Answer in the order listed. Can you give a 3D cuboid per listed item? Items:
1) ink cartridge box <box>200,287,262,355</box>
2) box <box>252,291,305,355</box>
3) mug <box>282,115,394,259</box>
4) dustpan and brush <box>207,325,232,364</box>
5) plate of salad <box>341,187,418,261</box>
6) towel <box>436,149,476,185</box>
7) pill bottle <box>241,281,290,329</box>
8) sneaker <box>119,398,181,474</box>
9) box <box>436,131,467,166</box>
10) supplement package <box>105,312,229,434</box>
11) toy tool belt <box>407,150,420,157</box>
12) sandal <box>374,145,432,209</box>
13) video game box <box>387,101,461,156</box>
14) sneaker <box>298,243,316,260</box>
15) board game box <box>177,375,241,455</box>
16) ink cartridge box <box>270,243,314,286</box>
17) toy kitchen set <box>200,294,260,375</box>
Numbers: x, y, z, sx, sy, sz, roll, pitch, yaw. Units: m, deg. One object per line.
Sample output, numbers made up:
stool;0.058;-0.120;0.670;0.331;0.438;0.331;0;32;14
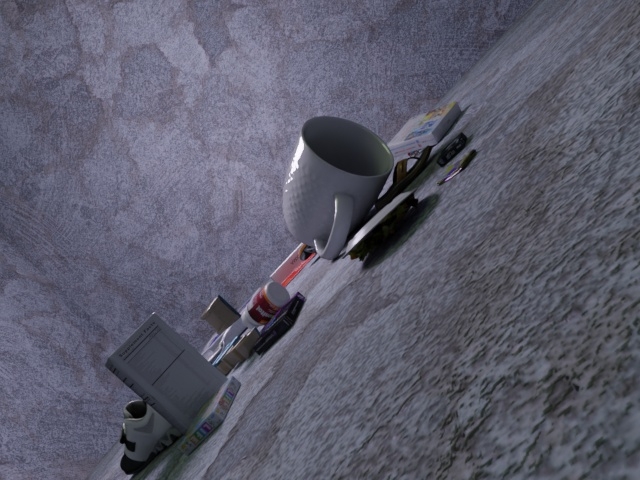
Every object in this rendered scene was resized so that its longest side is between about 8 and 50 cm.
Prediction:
ink cartridge box;-0.345;0.345;2.034;0.307;0.072;0.303;-49;5;6
box;-0.097;0.194;1.197;0.116;0.029;0.162;-45;6;16
mug;0.029;-0.115;1.444;0.374;0.276;0.328;-96;23;-45
dustpan and brush;-0.338;0.374;1.692;0.147;0.060;0.211;-43;6;43
plate of salad;0.120;-0.025;0.973;0.200;0.048;0.200;-42;-6;-5
towel;0.253;-0.137;0.942;0.060;0.009;0.083;-50;5;-26
pill bottle;-0.164;0.195;1.476;0.152;0.086;0.086;-45;4;31
sneaker;-0.449;0.477;1.289;0.330;0.146;0.122;-46;5;30
box;0.290;-0.201;1.113;0.067;0.018;0.083;-45;4;33
supplement package;-0.344;0.304;1.143;0.139;0.244;0.134;-49;5;-33
toy tool belt;0.314;-0.308;1.679;0.083;0.052;0.051;-44;-4;37
sandal;0.214;-0.175;1.349;0.219;0.060;0.090;-46;4;10
video game box;0.327;-0.351;1.603;0.187;0.048;0.205;-13;29;48
sneaker;0.000;0.000;1.740;0.215;0.083;0.084;-50;2;27
board game box;-0.216;0.343;1.001;0.103;0.026;0.154;-46;4;10
ink cartridge box;-0.083;0.064;2.040;0.296;0.066;0.261;-47;3;5
toy kitchen set;-0.256;0.246;1.356;0.207;0.166;0.122;-43;6;41
